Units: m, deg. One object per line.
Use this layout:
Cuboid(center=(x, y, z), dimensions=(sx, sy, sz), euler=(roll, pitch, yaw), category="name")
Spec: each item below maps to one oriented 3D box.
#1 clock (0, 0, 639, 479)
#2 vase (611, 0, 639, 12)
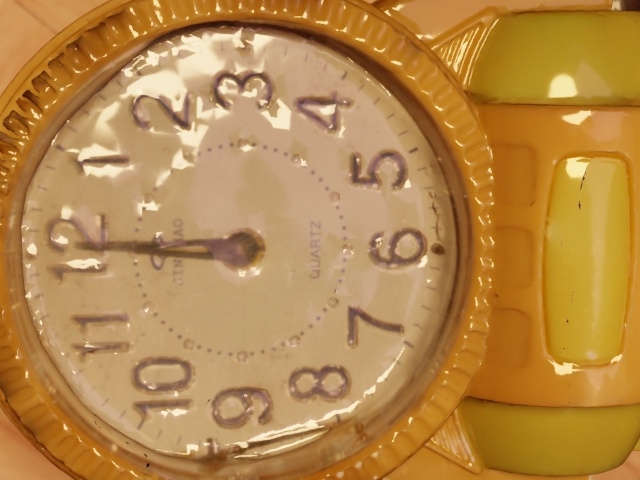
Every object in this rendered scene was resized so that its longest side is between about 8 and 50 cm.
Cuboid(center=(0.000, 0.000, 0.508), dimensions=(0.317, 0.200, 0.244), euler=(-2, 95, -15), category="clock")
Cuboid(center=(0.179, -0.140, 0.672), dimensions=(0.183, 0.120, 0.120), euler=(-2, 86, -10), category="vase")
